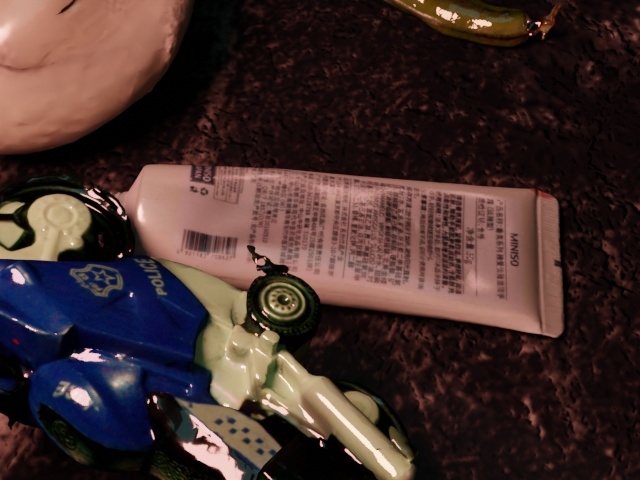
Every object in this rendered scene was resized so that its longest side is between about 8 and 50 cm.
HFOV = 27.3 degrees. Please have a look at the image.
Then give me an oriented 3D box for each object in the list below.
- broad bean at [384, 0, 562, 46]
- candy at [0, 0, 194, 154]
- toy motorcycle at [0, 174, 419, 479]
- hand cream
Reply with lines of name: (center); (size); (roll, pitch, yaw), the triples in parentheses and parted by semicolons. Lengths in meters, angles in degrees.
broad bean: (0.085, -0.209, 1.070); (0.226, 0.039, 0.069); (30, 67, 21)
candy: (-0.224, -0.199, 0.989); (0.295, 0.185, 0.296); (1, 70, -2)
toy motorcycle: (-0.100, 0.087, 0.777); (0.331, 0.125, 0.196); (36, 49, 14)
hand cream: (0.000, 0.000, 0.917); (0.340, 0.078, 0.124); (7, 54, -3)
